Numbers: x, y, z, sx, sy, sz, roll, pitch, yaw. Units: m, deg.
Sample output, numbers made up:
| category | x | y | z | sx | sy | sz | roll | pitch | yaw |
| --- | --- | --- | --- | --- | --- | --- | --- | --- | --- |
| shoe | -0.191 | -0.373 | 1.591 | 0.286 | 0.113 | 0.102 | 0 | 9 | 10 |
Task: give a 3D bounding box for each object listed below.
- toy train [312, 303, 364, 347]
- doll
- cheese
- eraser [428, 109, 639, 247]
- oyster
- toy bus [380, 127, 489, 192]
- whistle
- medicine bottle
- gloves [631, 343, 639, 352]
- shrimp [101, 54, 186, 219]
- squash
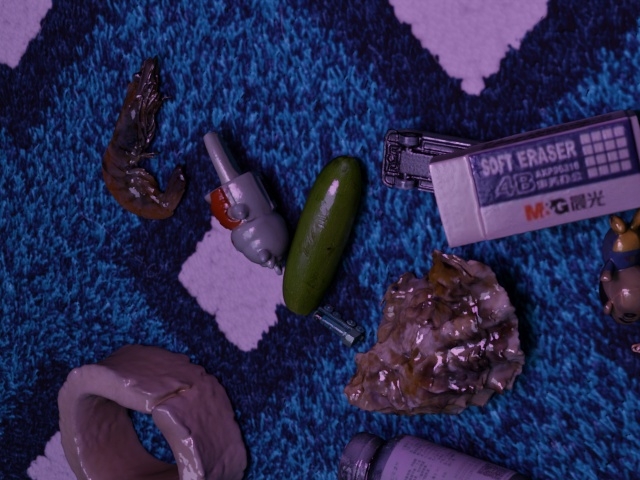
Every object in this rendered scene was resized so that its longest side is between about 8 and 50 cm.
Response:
| category | x | y | z | sx | sy | sz | roll | pitch | yaw |
| --- | --- | --- | --- | --- | --- | --- | --- | --- | --- |
| toy train | 0.028 | 0.136 | 2.042 | 0.092 | 0.045 | 0.029 | 33 | 120 | 18 |
| doll | 0.413 | 0.043 | 1.714 | 0.089 | 0.102 | 0.179 | -129 | 26 | -48 |
| cheese | -0.298 | 0.343 | 2.271 | 0.332 | 0.153 | 0.292 | 7 | 110 | 32 |
| eraser | 0.292 | -0.080 | 1.700 | 0.279 | 0.081 | 0.124 | -13 | 101 | 12 |
| oyster | 0.164 | 0.160 | 1.911 | 0.351 | 0.115 | 0.238 | -35 | 85 | 37 |
| toy bus | 0.187 | -0.108 | 1.815 | 0.193 | 0.089 | 0.087 | 11 | 109 | 24 |
| whistle | -0.121 | -0.057 | 2.038 | 0.253 | 0.105 | 0.101 | 64 | 162 | 0 |
| medicine bottle | 0.173 | 0.383 | 1.965 | 0.293 | 0.141 | 0.141 | 16 | 115 | 29 |
| gloves | 0.492 | 0.127 | 1.688 | 0.144 | 0.094 | 0.110 | 19 | 129 | 8 |
| shrimp | -0.280 | -0.161 | 2.153 | 0.169 | 0.058 | 0.296 | 31 | 125 | 14 |
| squash | -0.001 | 0.000 | 1.991 | 0.082 | 0.082 | 0.292 | 32 | 122 | 22 |
